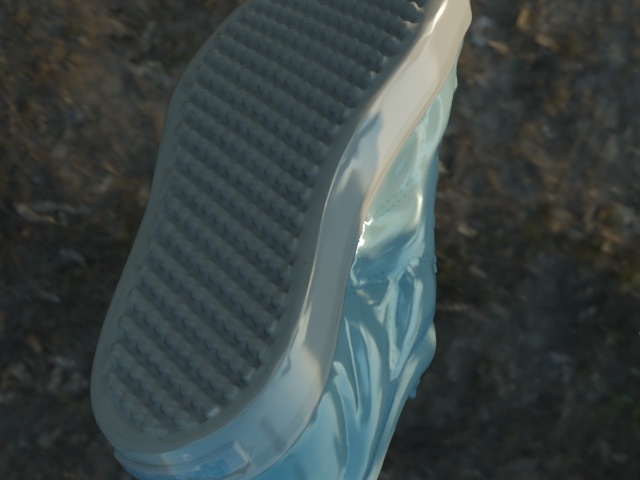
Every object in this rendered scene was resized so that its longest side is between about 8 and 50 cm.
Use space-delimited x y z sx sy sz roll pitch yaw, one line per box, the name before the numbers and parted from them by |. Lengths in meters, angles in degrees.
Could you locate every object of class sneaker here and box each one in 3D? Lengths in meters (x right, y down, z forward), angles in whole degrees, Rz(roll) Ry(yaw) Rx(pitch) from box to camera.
sneaker | 0.000 0.000 0.913 0.150 0.135 0.366 63 38 -40
